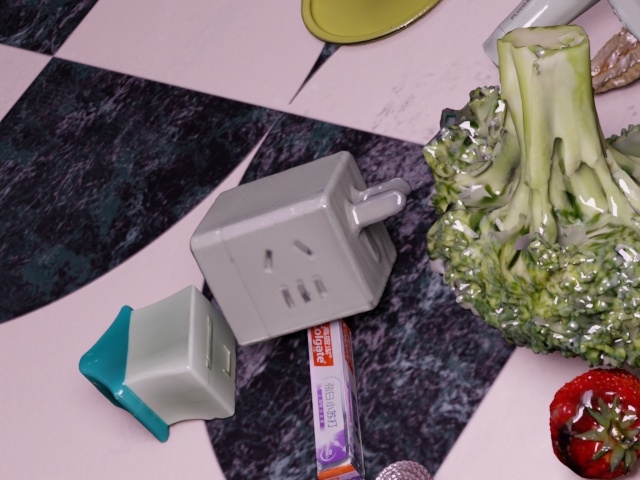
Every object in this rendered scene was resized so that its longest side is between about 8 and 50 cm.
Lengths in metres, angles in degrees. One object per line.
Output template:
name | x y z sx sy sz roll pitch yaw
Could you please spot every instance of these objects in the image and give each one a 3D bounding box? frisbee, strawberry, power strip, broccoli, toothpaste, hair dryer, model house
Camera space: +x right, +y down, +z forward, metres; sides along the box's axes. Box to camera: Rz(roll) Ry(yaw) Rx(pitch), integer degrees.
frisbee | 0.081 -0.337 1.930 0.236 0.017 0.236 -19 45 20
strawberry | 0.248 0.159 1.324 0.106 0.106 0.106 -19 45 20
power strip | 0.000 0.000 1.572 0.224 0.140 0.139 -17 20 21
broccoli | 0.251 -0.055 1.384 0.249 0.302 0.375 0 25 -24
toothpaste | 0.012 0.162 1.521 0.047 0.040 0.196 -20 44 16
hair dryer | 0.290 -0.219 1.566 0.206 0.075 0.237 -46 40 12
model house | -0.176 0.138 1.627 0.149 0.100 0.127 -18 45 18

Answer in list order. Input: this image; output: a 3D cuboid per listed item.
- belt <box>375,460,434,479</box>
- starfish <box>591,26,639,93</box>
belt | 0.115 0.284 1.332 0.071 0.053 0.232 -35 41 2
starfish | 0.392 -0.246 1.587 0.324 0.082 0.432 -54 36 -7
